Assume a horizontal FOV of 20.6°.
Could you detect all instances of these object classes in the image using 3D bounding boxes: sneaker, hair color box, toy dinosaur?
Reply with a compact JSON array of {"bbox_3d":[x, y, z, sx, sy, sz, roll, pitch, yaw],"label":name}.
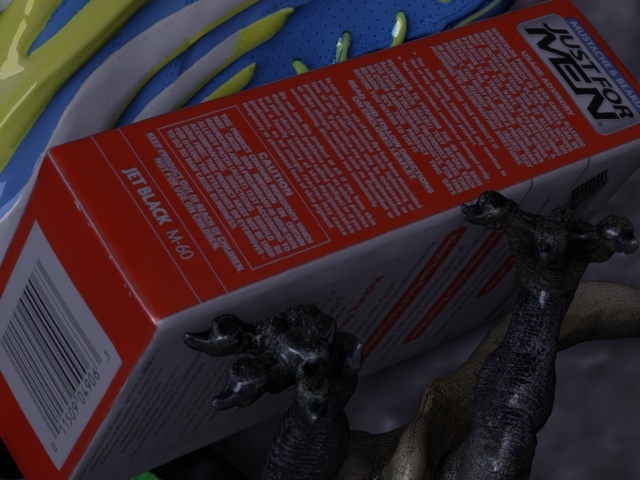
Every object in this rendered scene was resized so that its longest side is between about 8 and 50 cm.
[{"bbox_3d":[-0.013,-0.067,0.486,0.126,0.091,0.240,26,71,-2],"label":"sneaker"},{"bbox_3d":[0.000,0.000,0.449,0.167,0.093,0.053,-19,66,-36],"label":"hair color box"},{"bbox_3d":[0.023,0.051,0.415,0.064,0.118,0.268,25,48,25],"label":"toy dinosaur"}]

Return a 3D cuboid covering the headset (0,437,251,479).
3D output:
[{"bbox_3d":[-0.177,0.134,0.450,0.394,0.185,0.243,20,54,-1],"label":"headset"}]
